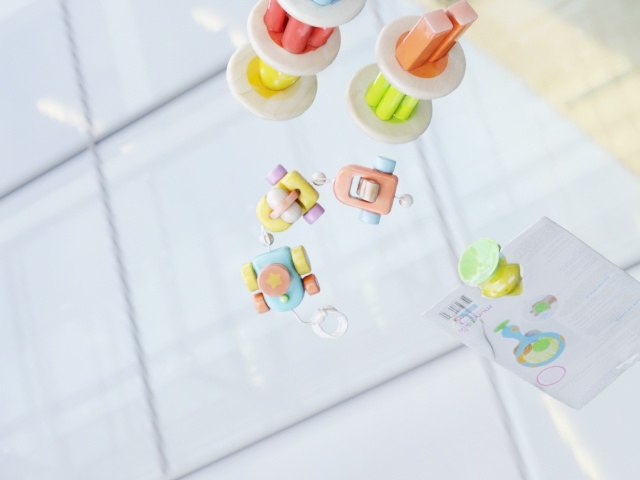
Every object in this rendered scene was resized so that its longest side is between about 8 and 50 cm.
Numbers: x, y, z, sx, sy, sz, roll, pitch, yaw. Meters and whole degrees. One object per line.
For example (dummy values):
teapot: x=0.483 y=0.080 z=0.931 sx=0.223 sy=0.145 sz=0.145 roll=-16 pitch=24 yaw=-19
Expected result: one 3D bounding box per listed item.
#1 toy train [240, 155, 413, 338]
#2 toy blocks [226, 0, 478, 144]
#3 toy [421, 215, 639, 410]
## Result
toy train: x=0.000 y=0.000 z=1.469 sx=0.125 sy=0.166 sz=0.046 roll=20 pitch=-170 yaw=3
toy blocks: x=0.026 y=-0.114 z=0.921 sx=0.123 sy=0.148 sz=0.054 roll=10 pitch=-117 yaw=-13
toy: x=0.201 y=0.054 z=1.513 sx=0.237 sy=0.137 sz=0.056 roll=29 pitch=-152 yaw=-44
